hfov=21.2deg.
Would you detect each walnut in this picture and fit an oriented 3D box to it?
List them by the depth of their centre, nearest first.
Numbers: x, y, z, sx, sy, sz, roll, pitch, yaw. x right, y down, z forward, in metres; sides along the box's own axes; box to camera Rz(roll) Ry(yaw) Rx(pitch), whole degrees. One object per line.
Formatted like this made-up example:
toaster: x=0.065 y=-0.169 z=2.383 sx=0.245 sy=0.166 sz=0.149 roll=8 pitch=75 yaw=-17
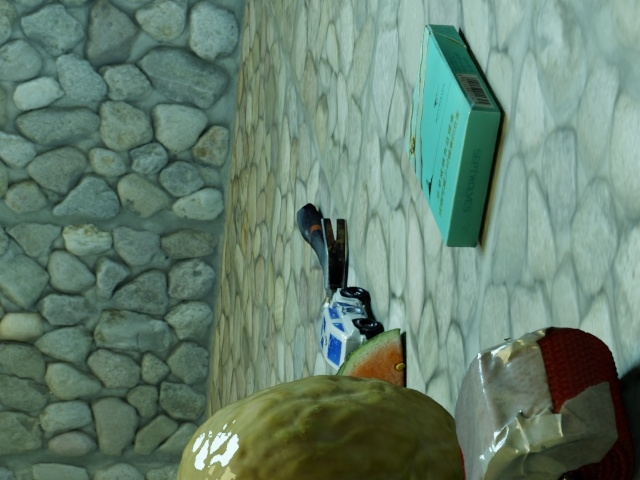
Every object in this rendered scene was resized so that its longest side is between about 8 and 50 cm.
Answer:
walnut: x=0.001 y=0.289 z=1.722 sx=0.306 sy=0.344 sz=0.306 roll=4 pitch=94 yaw=56

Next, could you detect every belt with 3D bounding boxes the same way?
belt: x=0.179 y=0.167 z=1.367 sx=0.201 sy=0.128 sz=0.124 roll=100 pitch=167 yaw=-54

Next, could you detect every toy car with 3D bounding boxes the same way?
toy car: x=0.038 y=0.129 z=2.316 sx=0.171 sy=0.070 sz=0.080 roll=-109 pitch=24 yaw=-65

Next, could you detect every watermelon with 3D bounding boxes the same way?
watermelon: x=0.075 y=0.173 z=2.146 sx=0.094 sy=0.125 sz=0.135 roll=41 pitch=115 yaw=39

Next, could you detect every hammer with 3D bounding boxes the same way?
hammer: x=0.000 y=0.000 z=2.642 sx=0.290 sy=0.037 sz=0.137 roll=-114 pitch=27 yaw=-67

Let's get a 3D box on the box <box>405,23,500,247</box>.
box: x=0.142 y=-0.118 z=1.863 sx=0.229 sy=0.041 sz=0.162 roll=-107 pitch=21 yaw=-59
